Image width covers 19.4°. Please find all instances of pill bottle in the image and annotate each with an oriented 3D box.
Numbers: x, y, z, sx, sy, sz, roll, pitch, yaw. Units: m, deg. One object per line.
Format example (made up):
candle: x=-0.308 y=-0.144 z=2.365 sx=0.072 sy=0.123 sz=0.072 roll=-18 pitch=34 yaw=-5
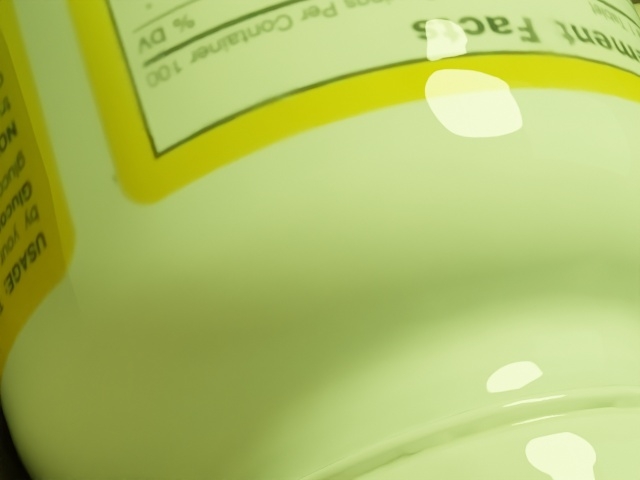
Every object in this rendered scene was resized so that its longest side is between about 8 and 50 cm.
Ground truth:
pill bottle: x=-0.008 y=-0.033 z=0.499 sx=0.188 sy=0.188 sz=0.334 roll=46 pitch=22 yaw=-59

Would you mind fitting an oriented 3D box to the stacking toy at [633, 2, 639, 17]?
stacking toy: x=0.203 y=0.106 z=1.274 sx=0.350 sy=0.351 sz=0.480 roll=-102 pitch=175 yaw=-72
